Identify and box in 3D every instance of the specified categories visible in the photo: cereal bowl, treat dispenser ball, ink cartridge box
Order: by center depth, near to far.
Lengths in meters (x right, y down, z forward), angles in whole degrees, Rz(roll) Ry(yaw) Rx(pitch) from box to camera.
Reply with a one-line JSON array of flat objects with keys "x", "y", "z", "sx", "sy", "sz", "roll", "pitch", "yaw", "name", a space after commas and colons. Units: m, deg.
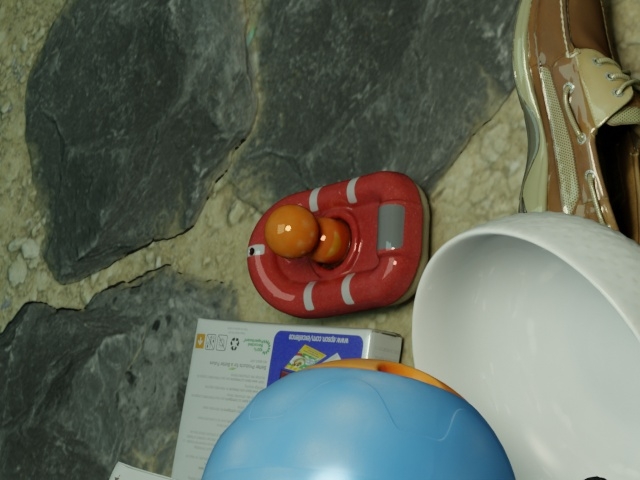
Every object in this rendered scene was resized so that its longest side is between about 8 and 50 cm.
[{"x": 0.034, "y": 0.247, "z": 1.550, "sx": 0.288, "sy": 0.288, "sz": 0.288, "roll": -18, "pitch": 65, "yaw": 43, "name": "treat dispenser ball"}, {"x": 0.242, "y": 0.126, "z": 1.572, "sx": 0.339, "sy": 0.141, "sz": 0.339, "roll": 31, "pitch": 132, "yaw": 43, "name": "cereal bowl"}, {"x": -0.050, "y": 0.245, "z": 1.956, "sx": 0.303, "sy": 0.072, "sz": 0.307, "roll": 1, "pitch": 81, "yaw": 47, "name": "ink cartridge box"}]

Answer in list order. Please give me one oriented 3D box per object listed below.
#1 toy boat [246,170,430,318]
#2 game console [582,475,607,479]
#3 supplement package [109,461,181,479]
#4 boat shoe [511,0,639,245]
[{"x": 0.000, "y": 0.000, "z": 1.912, "sx": 0.231, "sy": 0.151, "sz": 0.151, "roll": -14, "pitch": 68, "yaw": 44, "name": "toy boat"}, {"x": 0.197, "y": 0.367, "z": 1.548, "sx": 0.213, "sy": 0.044, "sz": 0.361, "roll": -108, "pitch": 27, "yaw": -45, "name": "game console"}, {"x": -0.126, "y": 0.364, "z": 1.806, "sx": 0.262, "sy": 0.145, "sz": 0.204, "roll": 5, "pitch": 69, "yaw": 51, "name": "supplement package"}, {"x": 0.267, "y": -0.118, "z": 1.699, "sx": 0.120, "sy": 0.122, "sz": 0.324, "roll": -8, "pitch": 80, "yaw": 40, "name": "boat shoe"}]
